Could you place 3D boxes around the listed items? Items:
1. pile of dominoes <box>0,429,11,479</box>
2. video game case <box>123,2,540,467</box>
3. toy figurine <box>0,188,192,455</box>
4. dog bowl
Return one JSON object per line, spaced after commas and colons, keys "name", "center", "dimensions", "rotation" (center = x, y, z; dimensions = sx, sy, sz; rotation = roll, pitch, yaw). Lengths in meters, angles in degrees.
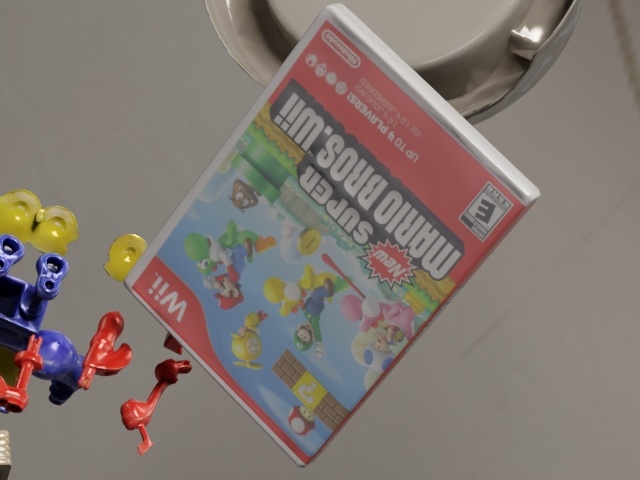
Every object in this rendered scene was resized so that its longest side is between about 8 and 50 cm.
{"name": "pile of dominoes", "center": [-0.440, 0.228, 1.897], "dimensions": [0.251, 0.196, 0.040], "rotation": [0, 59, -18]}
{"name": "video game case", "center": [0.000, 0.000, 1.377], "dimensions": [0.204, 0.025, 0.285], "rotation": [45, 117, 13]}
{"name": "toy figurine", "center": [-0.306, 0.082, 1.534], "dimensions": [0.363, 0.191, 0.217], "rotation": [22, 142, -16]}
{"name": "dog bowl", "center": [0.075, -0.246, 1.656], "dimensions": [0.349, 0.102, 0.348], "rotation": [-5, 70, 14]}
